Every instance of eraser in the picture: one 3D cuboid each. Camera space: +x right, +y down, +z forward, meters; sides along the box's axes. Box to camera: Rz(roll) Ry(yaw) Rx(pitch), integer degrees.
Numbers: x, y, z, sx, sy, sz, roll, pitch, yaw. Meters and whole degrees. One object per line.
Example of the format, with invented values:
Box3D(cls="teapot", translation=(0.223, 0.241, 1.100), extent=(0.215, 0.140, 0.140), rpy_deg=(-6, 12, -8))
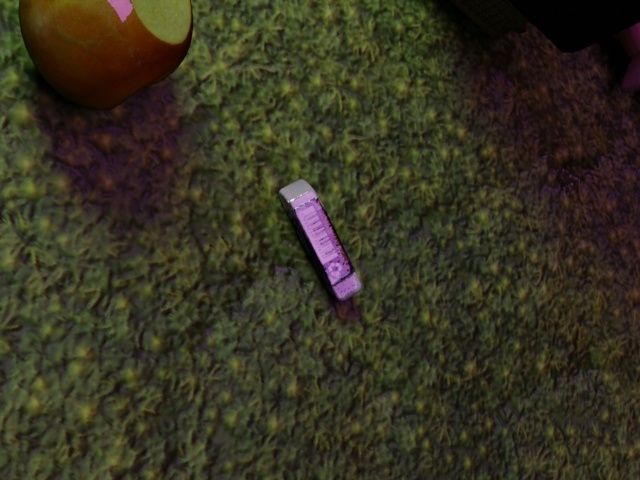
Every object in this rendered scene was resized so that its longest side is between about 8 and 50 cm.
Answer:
Box3D(cls="eraser", translation=(0.000, 0.000, 0.685), extent=(0.027, 0.019, 0.099), rpy_deg=(-30, 99, -20))

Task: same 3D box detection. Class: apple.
Box3D(cls="apple", translation=(-0.137, -0.140, 0.572), extent=(0.114, 0.099, 0.102), rpy_deg=(-37, 111, -59))

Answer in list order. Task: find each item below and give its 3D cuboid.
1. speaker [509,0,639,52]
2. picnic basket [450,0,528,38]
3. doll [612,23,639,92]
Box3D(cls="speaker", translation=(0.263, -0.316, 0.679), extent=(0.184, 0.254, 0.232), rpy_deg=(36, 62, -21))
Box3D(cls="picnic basket", translation=(0.153, -0.278, 0.799), extent=(0.164, 0.079, 0.115), rpy_deg=(31, 66, -26))
Box3D(cls="doll", translation=(0.366, -0.246, 0.930), extent=(0.262, 0.093, 0.211), rpy_deg=(15, 77, -31))
